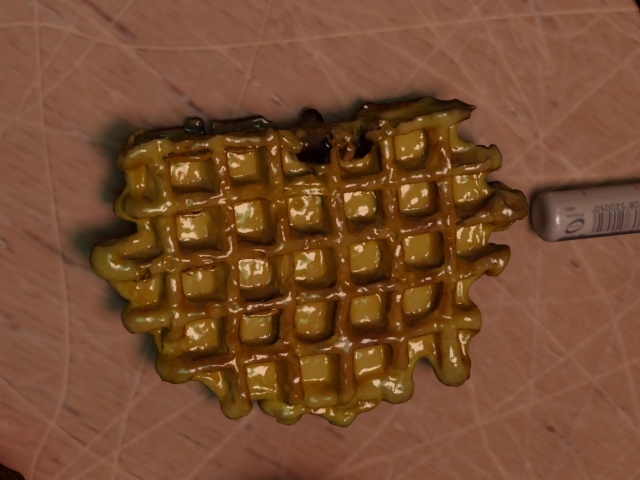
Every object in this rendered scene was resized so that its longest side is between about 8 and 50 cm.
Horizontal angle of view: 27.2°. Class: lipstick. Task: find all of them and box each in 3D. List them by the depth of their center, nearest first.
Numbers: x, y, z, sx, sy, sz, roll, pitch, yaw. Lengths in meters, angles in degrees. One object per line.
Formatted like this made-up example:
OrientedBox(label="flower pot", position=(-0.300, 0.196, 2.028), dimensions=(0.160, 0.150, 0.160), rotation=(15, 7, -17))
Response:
OrientedBox(label="lipstick", position=(0.230, -0.024, 1.003), dimensions=(0.141, 0.040, 0.040), rotation=(-7, 105, -16))

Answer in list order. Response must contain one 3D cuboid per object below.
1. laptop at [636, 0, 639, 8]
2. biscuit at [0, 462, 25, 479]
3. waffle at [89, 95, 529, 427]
OrientedBox(label="laptop", position=(0.295, -0.205, 0.991), dimensions=(0.135, 0.016, 0.197), rotation=(-36, 111, -7))
OrientedBox(label="biscuit", position=(-0.381, 0.243, 0.812), dimensions=(0.342, 0.166, 0.395), rotation=(40, 91, -23))
OrientedBox(label="waffle", position=(-0.001, 0.000, 0.927), dimensions=(0.309, 0.065, 0.283), rotation=(38, 93, -25))
